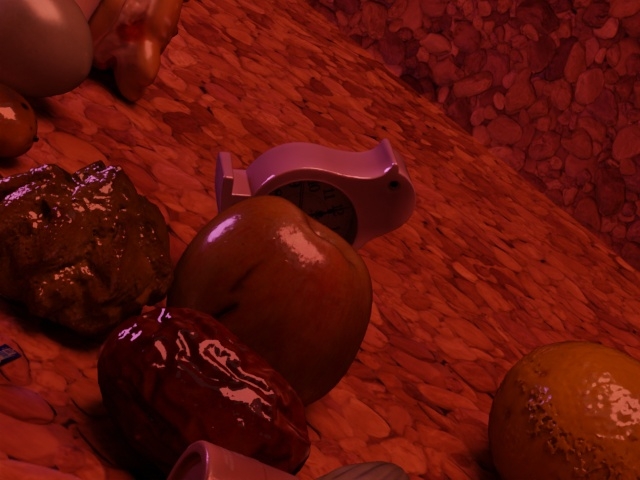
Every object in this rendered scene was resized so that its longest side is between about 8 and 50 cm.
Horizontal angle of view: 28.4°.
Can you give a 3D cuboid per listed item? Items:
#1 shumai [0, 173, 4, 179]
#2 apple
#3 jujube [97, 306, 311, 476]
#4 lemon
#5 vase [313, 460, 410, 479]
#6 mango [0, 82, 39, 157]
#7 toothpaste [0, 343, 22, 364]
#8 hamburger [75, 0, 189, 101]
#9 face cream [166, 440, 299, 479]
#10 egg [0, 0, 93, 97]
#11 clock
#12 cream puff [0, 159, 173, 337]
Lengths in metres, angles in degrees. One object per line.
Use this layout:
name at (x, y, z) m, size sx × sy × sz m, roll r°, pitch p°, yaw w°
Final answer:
shumai at (-0.422, -0.053, 1.574) m, size 0.082 × 0.080 × 0.083 m, roll 8°, pitch 33°, yaw -44°
apple at (-0.057, 0.070, 1.583) m, size 0.264 × 0.264 × 0.264 m, roll 27°, pitch 21°, yaw -12°
jujube at (-0.127, 0.177, 1.351) m, size 0.250 × 0.174 × 0.174 m, roll 42°, pitch 22°, yaw 14°
lemon at (0.358, 0.267, 1.720) m, size 0.257 × 0.258 × 0.310 m, roll 16°, pitch 17°, yaw -36°
vase at (0.045, 0.301, 1.382) m, size 0.128 × 0.128 × 0.248 m, roll 36°, pitch 12°, yaw 10°
mango at (-0.476, -0.182, 1.786) m, size 0.178 × 0.090 × 0.115 m, roll 31°, pitch 27°, yaw 21°
toothpaste at (-0.350, 0.127, 1.367) m, size 0.024 × 0.015 × 0.083 m, roll 33°, pitch 15°, yaw 7°
hamburger at (-0.344, -0.406, 2.259) m, size 0.186 × 0.261 × 0.303 m, roll 26°, pitch 39°, yaw -25°
face cream at (-0.094, 0.276, 1.197) m, size 0.104 × 0.149 × 0.149 m, roll 24°, pitch 22°, yaw -17°
egg at (-0.465, -0.325, 1.975) m, size 0.253 × 0.187 × 0.186 m, roll 34°, pitch 21°, yaw 13°
clock at (0.000, 0.000, 1.798) m, size 0.275 × 0.290 × 0.080 m, roll -9°, pitch 33°, yaw -4°
cream puff at (-0.290, 0.004, 1.523) m, size 0.244 × 0.196 × 0.244 m, roll 58°, pitch 10°, yaw -16°
